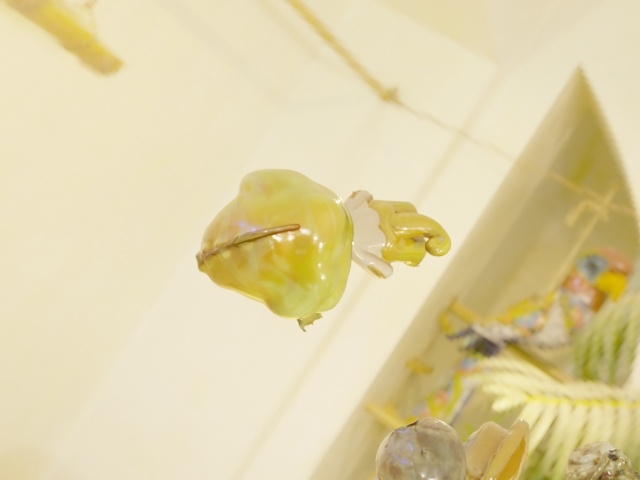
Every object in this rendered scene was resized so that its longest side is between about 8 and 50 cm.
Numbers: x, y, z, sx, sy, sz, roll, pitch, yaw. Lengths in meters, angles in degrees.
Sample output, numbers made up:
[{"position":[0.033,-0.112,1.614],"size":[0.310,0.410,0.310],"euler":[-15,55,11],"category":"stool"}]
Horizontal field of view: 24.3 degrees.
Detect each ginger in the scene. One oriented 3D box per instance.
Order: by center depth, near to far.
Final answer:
[{"position":[0.090,0.215,1.062],"size":[0.080,0.104,0.204],"euler":[-103,168,-66],"category":"ginger"}]

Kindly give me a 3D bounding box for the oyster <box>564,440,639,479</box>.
[{"position":[0.302,0.341,1.412],"size":[0.166,0.294,0.094],"euler":[12,-33,2],"category":"oyster"}]

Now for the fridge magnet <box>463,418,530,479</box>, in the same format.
[{"position":[0.154,0.229,1.418],"size":[0.063,0.143,0.143],"euler":[32,-2,13],"category":"fridge magnet"}]

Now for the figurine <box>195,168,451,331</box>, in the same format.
[{"position":[0.000,0.000,1.363],"size":[0.246,0.156,0.131],"euler":[-9,-14,-41],"category":"figurine"}]
